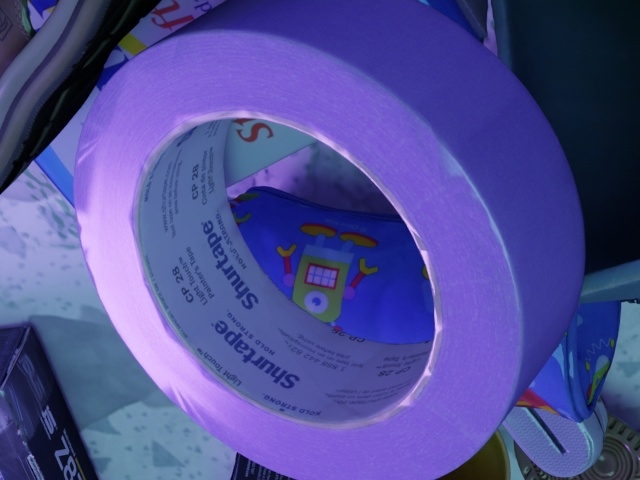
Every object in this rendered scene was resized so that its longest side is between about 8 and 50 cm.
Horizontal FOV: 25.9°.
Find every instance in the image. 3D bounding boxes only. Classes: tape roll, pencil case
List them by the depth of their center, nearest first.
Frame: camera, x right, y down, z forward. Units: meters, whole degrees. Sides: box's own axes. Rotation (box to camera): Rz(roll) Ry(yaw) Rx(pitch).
[{"bbox_3d":[0.000,0.000,0.760,0.275,0.090,0.274,17,126,25],"label":"tape roll"},{"bbox_3d":[0.056,0.036,0.952,0.306,0.119,0.133,7,94,25],"label":"pencil case"}]

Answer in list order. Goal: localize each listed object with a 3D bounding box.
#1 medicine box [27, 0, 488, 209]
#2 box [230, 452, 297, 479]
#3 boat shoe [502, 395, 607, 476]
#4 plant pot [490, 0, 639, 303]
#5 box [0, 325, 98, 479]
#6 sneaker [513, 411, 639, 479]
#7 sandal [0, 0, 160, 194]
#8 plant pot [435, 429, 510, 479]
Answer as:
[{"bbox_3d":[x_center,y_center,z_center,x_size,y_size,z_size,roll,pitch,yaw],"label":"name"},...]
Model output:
[{"bbox_3d":[-0.083,-0.182,0.854,0.289,0.149,0.263,-27,116,22],"label":"medicine box"},{"bbox_3d":[-0.017,0.278,1.188,0.158,0.093,0.156,15,124,-4],"label":"box"},{"bbox_3d":[0.135,0.072,1.041,0.083,0.076,0.226,-30,94,30],"label":"boat shoe"},{"bbox_3d":[0.276,-0.098,0.776,0.252,0.247,0.248,5,165,-33],"label":"plant pot"},{"bbox_3d":[-0.390,0.244,1.212,0.395,0.097,0.318,-8,124,13],"label":"box"},{"bbox_3d":[0.280,0.229,1.116,0.282,0.153,0.099,41,100,17],"label":"sneaker"},{"bbox_3d":[-0.143,-0.132,0.740,0.086,0.120,0.303,41,120,-2],"label":"sandal"},{"bbox_3d":[0.073,0.194,1.109,0.134,0.134,0.095,16,145,-3],"label":"plant pot"}]
